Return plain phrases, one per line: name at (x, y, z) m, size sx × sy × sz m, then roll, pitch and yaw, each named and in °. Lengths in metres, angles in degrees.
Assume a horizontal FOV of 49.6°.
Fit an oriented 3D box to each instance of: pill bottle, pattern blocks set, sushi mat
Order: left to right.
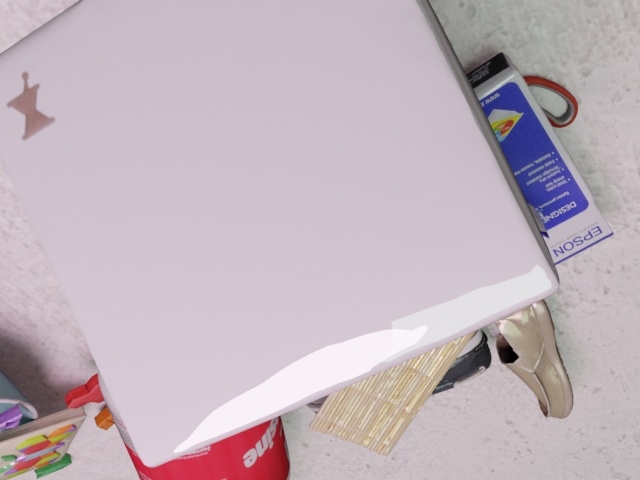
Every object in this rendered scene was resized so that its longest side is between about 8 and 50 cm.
pattern blocks set at (-0.439, 0.317, 1.062) m, size 0.285 × 0.026 × 0.325 m, roll -20°, pitch 155°, yaw -29°
pill bottle at (-0.169, 0.303, 1.051) m, size 0.228 × 0.229 × 0.408 m, roll -8°, pitch 126°, yaw 0°
sushi mat at (0.120, 0.175, 1.001) m, size 0.151 × 0.019 × 0.317 m, roll 24°, pitch 109°, yaw -20°

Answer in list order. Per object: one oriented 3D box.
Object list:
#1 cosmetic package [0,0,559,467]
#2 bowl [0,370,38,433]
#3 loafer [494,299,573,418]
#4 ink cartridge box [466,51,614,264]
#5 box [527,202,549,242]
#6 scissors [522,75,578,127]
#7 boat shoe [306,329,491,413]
cosmetic package at (-0.011, -0.061, 0.642) m, size 0.329 × 0.393 × 0.328 m, roll -26°, pitch 87°, yaw 16°
bowl at (-0.578, 0.240, 0.964) m, size 0.311 × 0.163 × 0.311 m, roll -27°, pitch 158°, yaw -12°
loafer at (0.330, 0.180, 1.098) m, size 0.092 × 0.102 × 0.269 m, roll -19°, pitch 115°, yaw 10°
ink cartridge box at (0.188, -0.047, 0.931) m, size 0.303 × 0.072 × 0.307 m, roll -31°, pitch 126°, yaw 20°
box at (0.191, -0.002, 0.879) m, size 0.126 × 0.072 × 0.137 m, roll 24°, pitch 124°, yaw -20°
scissors at (0.188, -0.192, 0.868) m, size 0.297 × 0.021 × 0.109 m, roll 22°, pitch 123°, yaw -18°
boat shoe at (0.125, 0.219, 1.092) m, size 0.302 × 0.114 × 0.091 m, roll -23°, pitch 118°, yaw 11°
